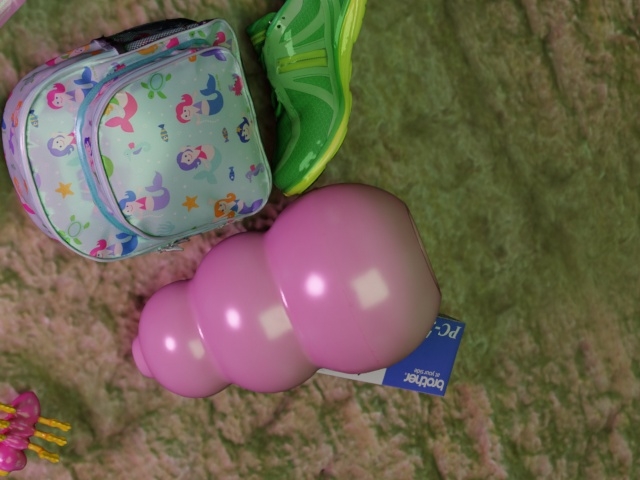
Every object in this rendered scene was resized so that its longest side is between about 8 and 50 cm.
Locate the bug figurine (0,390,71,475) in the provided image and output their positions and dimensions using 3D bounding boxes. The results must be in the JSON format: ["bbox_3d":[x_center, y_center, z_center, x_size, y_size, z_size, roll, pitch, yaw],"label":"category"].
[{"bbox_3d":[-0.388,0.233,1.300,0.279,0.072,0.216,28,81,-24],"label":"bug figurine"}]

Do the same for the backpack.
[{"bbox_3d":[-0.185,-0.096,1.282,0.254,0.191,0.225,-19,109,-17],"label":"backpack"}]

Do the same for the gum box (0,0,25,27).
[{"bbox_3d":[-0.302,-0.309,1.245,0.107,0.062,0.188,45,79,-26],"label":"gum box"}]

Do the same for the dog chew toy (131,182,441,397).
[{"bbox_3d":[-0.043,0.070,1.356,0.332,0.206,0.206,-22,111,6],"label":"dog chew toy"}]

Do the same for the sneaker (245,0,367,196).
[{"bbox_3d":[-0.028,-0.190,1.376,0.124,0.109,0.295,12,76,-19],"label":"sneaker"}]

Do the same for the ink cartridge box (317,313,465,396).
[{"bbox_3d":[0.068,0.121,1.519,0.207,0.046,0.097,14,94,-28],"label":"ink cartridge box"}]
